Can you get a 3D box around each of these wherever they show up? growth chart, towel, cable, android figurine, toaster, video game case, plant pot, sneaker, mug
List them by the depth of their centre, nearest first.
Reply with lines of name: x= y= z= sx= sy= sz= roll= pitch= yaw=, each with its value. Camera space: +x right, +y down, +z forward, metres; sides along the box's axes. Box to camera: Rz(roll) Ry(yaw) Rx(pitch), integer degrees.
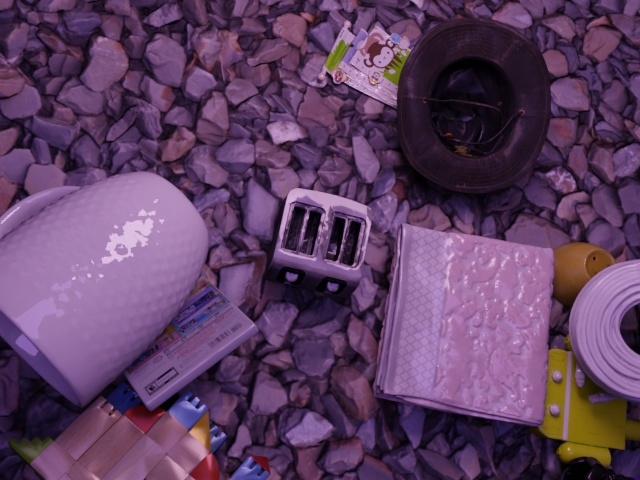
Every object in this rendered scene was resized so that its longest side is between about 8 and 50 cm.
mug: x=-0.386 y=0.031 z=1.206 sx=0.374 sy=0.276 sz=0.328 roll=29 pitch=60 yaw=28
video game case: x=-0.236 y=0.164 z=1.239 sx=0.212 sy=0.193 sz=0.023 roll=-36 pitch=129 yaw=-17
cable: x=0.576 y=0.159 z=1.314 sx=0.257 sy=0.089 sz=0.257 roll=-7 pitch=80 yaw=14
sneaker: x=0.508 y=0.449 z=1.315 sx=0.293 sy=0.102 sz=0.146 roll=-12 pitch=101 yaw=-13
towel: x=0.270 y=0.147 z=1.344 sx=0.317 sy=0.053 sz=0.331 roll=11 pitch=76 yaw=-8
toaster: x=0.000 y=0.000 z=1.346 sx=0.168 sy=0.110 sz=0.185 roll=15 pitch=74 yaw=-8
android figurine: x=0.491 y=0.298 z=1.397 sx=0.273 sy=0.056 sz=0.248 roll=13 pitch=75 yaw=-9
plant pot: x=0.519 y=0.060 z=1.435 sx=0.134 sy=0.095 sz=0.134 roll=3 pitch=76 yaw=-11
growth chart: x=0.128 y=-0.354 z=1.501 sx=0.237 sy=0.021 sz=0.172 roll=21 pitch=73 yaw=-6

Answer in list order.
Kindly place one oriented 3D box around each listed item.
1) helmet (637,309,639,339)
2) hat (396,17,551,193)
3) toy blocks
helmet: x=0.704 y=0.157 z=1.412 sx=0.169 sy=0.161 sz=0.169 roll=2 pitch=77 yaw=-10
hat: x=0.288 y=-0.257 z=1.449 sx=0.331 sy=0.134 sz=0.331 roll=0 pitch=94 yaw=-3
toy blocks: x=-0.258 y=0.364 z=1.189 sx=0.381 sy=0.191 sz=0.261 roll=39 pitch=61 yaw=8
